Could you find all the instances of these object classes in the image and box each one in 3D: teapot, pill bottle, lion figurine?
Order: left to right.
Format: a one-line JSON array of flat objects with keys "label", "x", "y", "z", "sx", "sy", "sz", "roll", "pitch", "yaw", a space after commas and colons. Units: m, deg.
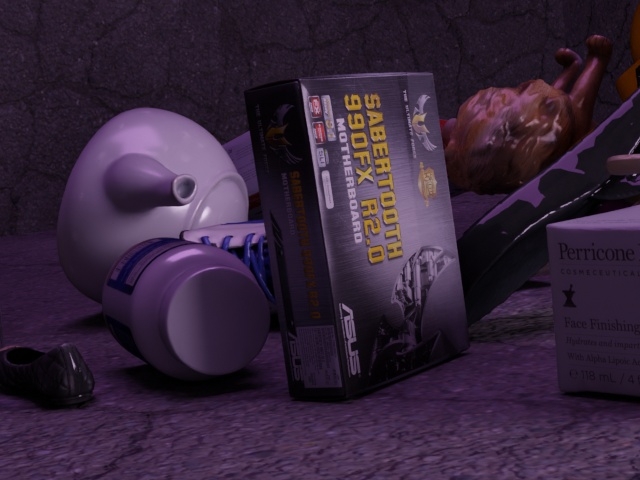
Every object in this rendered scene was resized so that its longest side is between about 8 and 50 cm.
[{"label": "teapot", "x": -0.162, "y": -0.018, "z": 1.465, "sx": 0.187, "sy": 0.253, "sz": 0.256, "roll": 20, "pitch": 30, "yaw": 18}, {"label": "pill bottle", "x": -0.109, "y": 0.057, "z": 1.063, "sx": 0.112, "sy": 0.112, "sz": 0.186, "roll": -7, "pitch": 6, "yaw": -20}, {"label": "lion figurine", "x": 0.337, "y": -0.093, "z": 1.622, "sx": 0.392, "sy": 0.240, "sz": 0.142, "roll": 33, "pitch": -16, "yaw": -22}]

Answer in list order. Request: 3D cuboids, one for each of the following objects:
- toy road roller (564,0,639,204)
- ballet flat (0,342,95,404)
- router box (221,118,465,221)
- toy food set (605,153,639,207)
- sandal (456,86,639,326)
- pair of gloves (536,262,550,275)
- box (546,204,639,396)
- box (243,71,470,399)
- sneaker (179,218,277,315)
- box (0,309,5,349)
[{"label": "toy road roller", "x": 0.428, "y": -0.165, "z": 1.502, "sx": 0.202, "sy": 0.241, "sz": 0.329, "roll": 18, "pitch": -48, "yaw": -36}, {"label": "ballet flat", "x": -0.226, "y": 0.100, "z": 1.056, "sx": 0.057, "sy": 0.049, "sz": 0.173, "roll": -8, "pitch": 6, "yaw": -32}, {"label": "router box", "x": -0.001, "y": -0.076, "z": 1.685, "sx": 0.301, "sy": 0.082, "sz": 0.335, "roll": 3, "pitch": -17, "yaw": -40}, {"label": "toy food set", "x": 0.299, "y": 0.010, "z": 1.018, "sx": 0.132, "sy": 0.192, "sz": 0.039, "roll": -5, "pitch": 42, "yaw": 32}, {"label": "sandal", "x": 0.291, "y": -0.047, "z": 1.197, "sx": 0.445, "sy": 0.107, "sz": 0.168, "roll": -38, "pitch": -22, "yaw": -19}, {"label": "pair of gloves", "x": 0.119, "y": 0.035, "z": 1.445, "sx": 0.204, "sy": 0.042, "sz": 0.240, "roll": -5, "pitch": 6, "yaw": -28}, {"label": "box", "x": 0.277, "y": 0.034, "z": 0.861, "sx": 0.181, "sy": 0.119, "sz": 0.181, "roll": -10, "pitch": 7, "yaw": -42}, {"label": "box", "x": 0.034, "y": -0.010, "z": 0.988, "sx": 0.056, "sy": 0.231, "sz": 0.183, "roll": -6, "pitch": 3, "yaw": 37}, {"label": "sneaker", "x": -0.037, "y": 0.034, "z": 1.276, "sx": 0.182, "sy": 0.128, "sz": 0.315, "roll": -13, "pitch": 1, "yaw": -28}, {"label": "box", "x": -0.408, "y": 0.048, "z": 1.269, "sx": 0.126, "sy": 0.149, "sz": 0.232, "roll": -9, "pitch": 6, "yaw": -28}]
